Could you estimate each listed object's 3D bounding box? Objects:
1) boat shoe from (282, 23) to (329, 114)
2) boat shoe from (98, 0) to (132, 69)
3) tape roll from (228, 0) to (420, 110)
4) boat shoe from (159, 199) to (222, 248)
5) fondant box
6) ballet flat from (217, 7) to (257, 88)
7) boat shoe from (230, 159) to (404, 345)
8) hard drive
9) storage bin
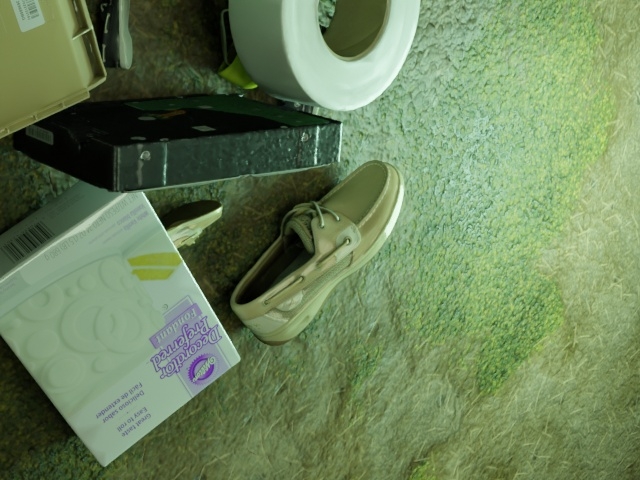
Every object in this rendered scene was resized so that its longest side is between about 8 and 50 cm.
[{"bbox_3d":[-0.030,-0.216,1.634,0.065,0.075,0.206,13,105,-2],"label":"boat shoe"},{"bbox_3d":[-0.258,-0.276,1.394,0.046,0.038,0.125,-75,167,-69],"label":"boat shoe"},{"bbox_3d":[0.010,-0.319,1.485,0.286,0.100,0.286,-21,119,-44],"label":"tape roll"},{"bbox_3d":[-0.194,-0.013,1.548,0.135,0.050,0.045,-26,126,-23],"label":"boat shoe"},{"bbox_3d":[-0.277,0.099,1.449,0.238,0.096,0.330,-38,129,-15],"label":"fondant box"},{"bbox_3d":[-0.094,-0.322,1.516,0.077,0.077,0.230,8,102,-18],"label":"ballet flat"},{"bbox_3d":[0.000,0.000,1.681,0.341,0.122,0.110,-53,134,-14],"label":"boat shoe"},{"bbox_3d":[-0.173,-0.127,1.390,0.339,0.237,0.064,-12,114,-41],"label":"hard drive"},{"bbox_3d":[-0.396,-0.247,1.215,0.260,0.123,0.262,-32,125,-32],"label":"storage bin"}]
